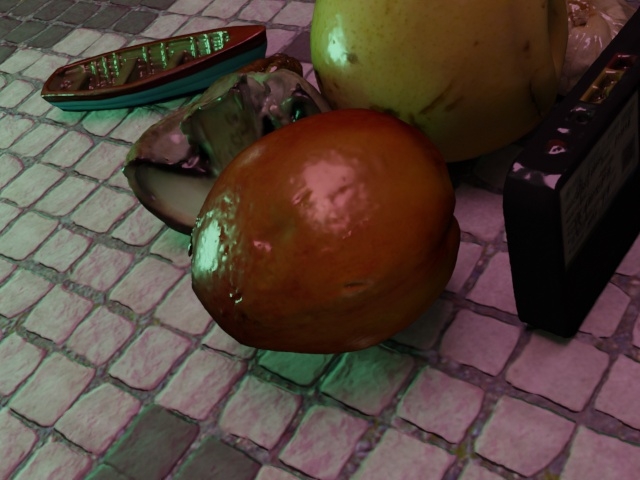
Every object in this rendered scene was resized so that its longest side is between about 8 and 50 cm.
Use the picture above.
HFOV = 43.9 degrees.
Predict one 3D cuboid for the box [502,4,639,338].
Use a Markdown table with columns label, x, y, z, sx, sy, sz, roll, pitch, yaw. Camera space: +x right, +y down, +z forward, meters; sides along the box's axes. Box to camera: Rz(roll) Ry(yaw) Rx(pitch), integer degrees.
| label | x | y | z | sx | sy | sz | roll | pitch | yaw |
| --- | --- | --- | --- | --- | --- | --- | --- | --- | --- |
| box | 0.296 | -0.087 | 0.792 | 0.058 | 0.211 | 0.350 | 22 | 56 | 38 |

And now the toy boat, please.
| label | x | y | z | sx | sy | sz | roll | pitch | yaw |
| --- | --- | --- | --- | --- | --- | --- | --- | --- | --- |
| toy boat | -0.261 | -0.272 | 1.274 | 0.392 | 0.079 | 0.136 | -7 | 43 | 15 |

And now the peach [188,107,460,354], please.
| label | x | y | z | sx | sy | sz | roll | pitch | yaw |
| --- | --- | --- | --- | --- | --- | --- | --- | --- | --- |
| peach | 0.000 | 0.000 | 0.787 | 0.280 | 0.238 | 0.281 | -18 | 23 | 8 |

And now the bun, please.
| label | x | y | z | sx | sy | sz | roll | pitch | yaw |
| --- | --- | --- | --- | --- | --- | --- | --- | --- | --- |
| bun | 0.335 | -0.268 | 1.027 | 0.164 | 0.111 | 0.188 | -1 | 43 | 15 |

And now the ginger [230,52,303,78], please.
| label | x | y | z | sx | sy | sz | roll | pitch | yaw |
| --- | --- | --- | --- | --- | --- | --- | --- | --- | --- |
| ginger | -0.084 | -0.229 | 1.170 | 0.103 | 0.073 | 0.162 | 24 | 58 | 35 |

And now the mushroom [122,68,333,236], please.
| label | x | y | z | sx | sy | sz | roll | pitch | yaw |
| --- | --- | --- | --- | --- | --- | --- | --- | --- | --- |
| mushroom | -0.089 | -0.112 | 0.986 | 0.267 | 0.190 | 0.164 | -29 | 23 | 24 |

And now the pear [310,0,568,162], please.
| label | x | y | z | sx | sy | sz | roll | pitch | yaw |
| --- | --- | --- | --- | --- | --- | --- | --- | --- | --- |
| pear | 0.142 | -0.242 | 0.938 | 0.309 | 0.309 | 0.309 | -10 | 44 | 10 |
